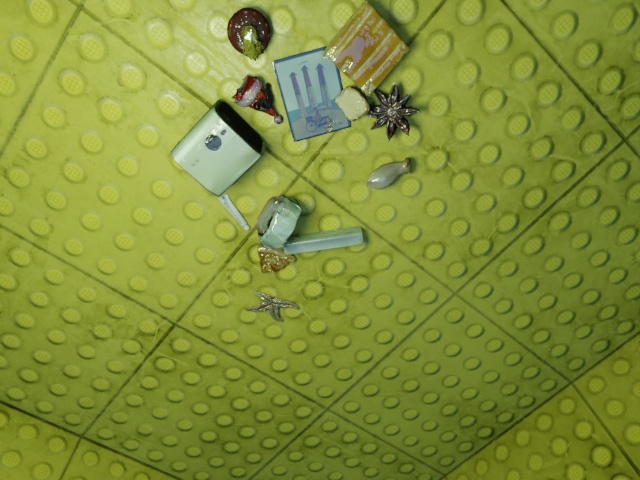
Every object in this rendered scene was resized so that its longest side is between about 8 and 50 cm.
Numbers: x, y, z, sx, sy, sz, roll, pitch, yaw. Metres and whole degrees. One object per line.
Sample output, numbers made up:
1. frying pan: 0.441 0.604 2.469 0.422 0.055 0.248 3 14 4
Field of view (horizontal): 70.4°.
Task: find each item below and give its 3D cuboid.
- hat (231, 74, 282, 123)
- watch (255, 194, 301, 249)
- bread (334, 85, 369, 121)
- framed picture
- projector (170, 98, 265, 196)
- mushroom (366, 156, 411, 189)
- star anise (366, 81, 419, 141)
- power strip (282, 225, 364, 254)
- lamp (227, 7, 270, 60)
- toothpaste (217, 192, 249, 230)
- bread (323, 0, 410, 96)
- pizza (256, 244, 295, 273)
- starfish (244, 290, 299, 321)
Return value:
1. hat: -0.230 -0.525 1.752 0.128 0.140 0.227 -35 127 25
2. watch: -0.172 -0.068 1.915 0.161 0.241 0.253 24 113 -17
3. bread: 0.126 -0.540 1.777 0.129 0.044 0.126 45 139 -18
4. framed picture: -0.031 -0.574 1.793 0.244 0.013 0.324 -15 118 3
5. projector: -0.387 -0.357 1.748 0.249 0.248 0.248 -41 113 16
6. mushroom: 0.292 -0.280 1.922 0.212 0.088 0.097 -26 125 3
7. star anise: 0.269 -0.511 1.797 0.262 0.081 0.230 12 120 24
8. power strip: 0.000 0.000 2.045 0.385 0.091 0.062 -8 116 1
9. lamp: -0.256 -0.744 1.622 0.157 0.135 0.156 30 111 -15
10. toothpaste: -0.376 -0.121 1.995 0.048 0.031 0.190 -30 112 15
11. bread: 0.168 -0.702 1.681 0.239 0.111 0.246 39 107 -21
12. pizza: -0.229 0.093 2.095 0.182 0.062 0.161 31 113 -19
13. starfish: -0.237 0.334 2.225 0.247 0.050 0.138 22 115 -11
